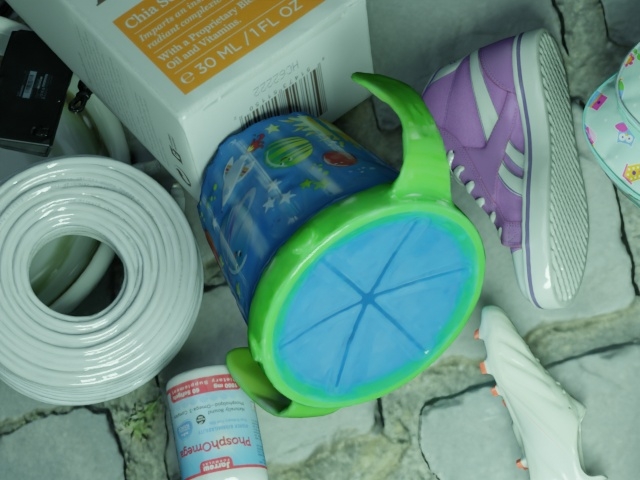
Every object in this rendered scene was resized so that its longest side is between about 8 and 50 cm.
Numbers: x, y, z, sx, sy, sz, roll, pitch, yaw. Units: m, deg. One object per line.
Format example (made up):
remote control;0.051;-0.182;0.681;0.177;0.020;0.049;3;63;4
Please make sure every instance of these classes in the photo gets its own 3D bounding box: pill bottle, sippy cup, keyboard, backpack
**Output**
pill bottle;-0.100;0.210;1.512;0.087;0.087;0.160;-20;69;21
sippy cup;0.000;0.000;1.431;0.305;0.240;0.224;-39;48;0
keyboard;-0.293;-0.157;1.621;0.108;0.023;0.180;8;48;-2
backpack;0.330;-0.111;1.349;0.188;0.144;0.166;-47;68;12

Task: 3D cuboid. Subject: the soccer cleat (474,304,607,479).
soccer cleat;0.201;0.146;1.394;0.076;0.068;0.196;-22;75;15

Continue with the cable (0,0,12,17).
cable;-0.462;-0.371;1.875;0.287;0.072;0.139;35;77;17

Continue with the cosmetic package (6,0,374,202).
cosmetic package;-0.173;-0.271;1.586;0.230;0.161;0.453;-37;60;-16

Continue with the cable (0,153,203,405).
cable;-0.248;0.038;1.568;0.257;0.089;0.257;-10;77;-12

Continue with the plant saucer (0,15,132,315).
plant saucer;-0.410;-0.054;1.669;0.401;0.100;0.400;3;73;-9

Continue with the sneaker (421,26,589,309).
sneaker;0.163;-0.053;1.448;0.161;0.102;0.282;-15;60;26
